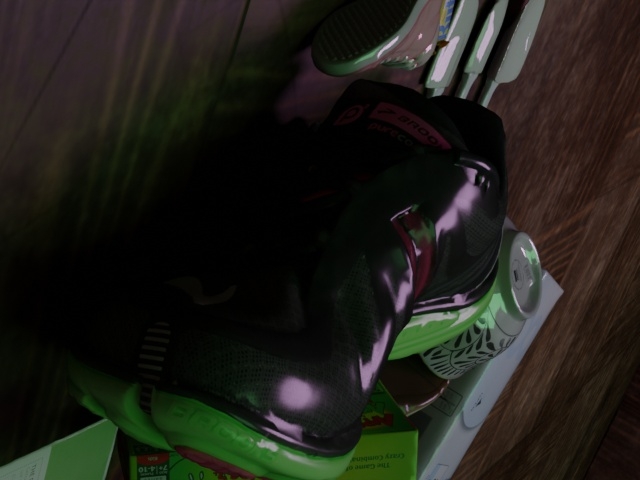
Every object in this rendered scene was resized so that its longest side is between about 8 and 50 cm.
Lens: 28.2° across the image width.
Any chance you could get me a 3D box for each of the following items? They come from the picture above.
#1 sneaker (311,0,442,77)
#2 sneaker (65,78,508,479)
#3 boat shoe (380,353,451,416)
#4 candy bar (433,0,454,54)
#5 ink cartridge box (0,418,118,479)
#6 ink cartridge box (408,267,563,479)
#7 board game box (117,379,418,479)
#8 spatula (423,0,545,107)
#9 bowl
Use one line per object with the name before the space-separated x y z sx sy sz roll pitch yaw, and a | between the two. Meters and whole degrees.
sneaker | 0.043 -0.133 0.861 0.134 0.051 0.070 -48 150 -36
sneaker | 0.000 0.000 0.812 0.483 0.185 0.202 -35 142 -63
boat shoe | 0.019 0.132 1.094 0.098 0.109 0.302 -30 -170 47
candy bar | 0.096 -0.206 0.928 0.040 0.018 0.161 -35 147 -45
ink cartridge box | -0.220 0.183 0.689 0.235 0.056 0.171 -25 140 -55
ink cartridge box | 0.181 0.180 1.484 0.308 0.091 0.385 -59 156 -1
board game box | -0.037 0.131 0.829 0.181 0.092 0.043 -3 107 -13
spatula | 0.115 -0.101 1.096 0.168 0.019 0.242 -18 134 -59
bowl | 0.140 0.033 1.095 0.170 0.080 0.170 15 72 -57
